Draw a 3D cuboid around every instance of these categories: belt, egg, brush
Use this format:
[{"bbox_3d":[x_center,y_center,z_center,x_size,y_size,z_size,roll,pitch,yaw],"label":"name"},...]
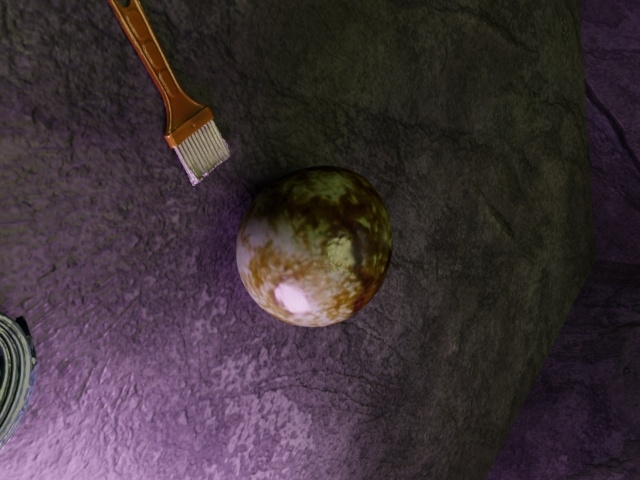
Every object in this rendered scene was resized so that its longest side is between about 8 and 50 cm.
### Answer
[{"bbox_3d":[-0.381,0.155,0.564,0.141,0.082,0.190,36,65,-35],"label":"belt"},{"bbox_3d":[0.000,0.000,0.866,0.289,0.238,0.238,-49,130,-42],"label":"egg"},{"bbox_3d":[-0.216,-0.227,0.745,0.090,0.017,0.315,-50,130,-35],"label":"brush"}]
